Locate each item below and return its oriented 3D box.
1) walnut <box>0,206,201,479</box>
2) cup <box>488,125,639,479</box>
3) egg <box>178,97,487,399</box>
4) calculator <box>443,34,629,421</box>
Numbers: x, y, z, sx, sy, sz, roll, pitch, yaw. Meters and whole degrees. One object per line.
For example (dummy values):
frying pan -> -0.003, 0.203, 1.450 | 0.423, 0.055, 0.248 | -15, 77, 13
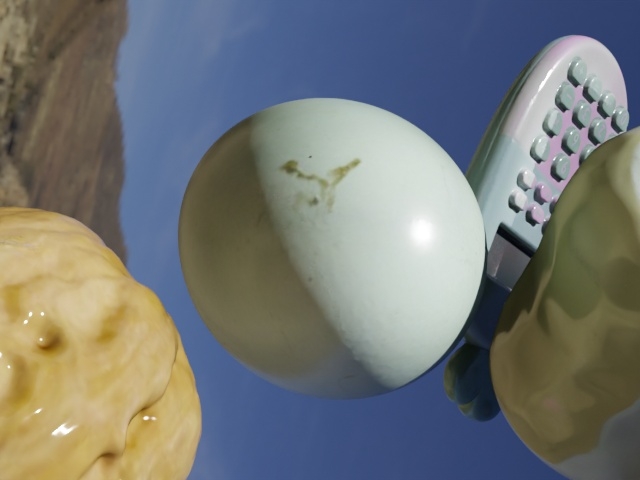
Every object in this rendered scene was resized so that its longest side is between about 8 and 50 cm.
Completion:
walnut -> -0.159, 0.088, 0.557 | 0.221, 0.195, 0.195 | -45, 169, -45
cup -> 0.207, 0.071, 0.732 | 0.202, 0.173, 0.255 | 109, -8, -48
egg -> 0.000, 0.000, 0.773 | 0.264, 0.182, 0.183 | 34, -71, 64
calculator -> 0.156, -0.010, 0.911 | 0.041, 0.185, 0.299 | 18, -97, 39
